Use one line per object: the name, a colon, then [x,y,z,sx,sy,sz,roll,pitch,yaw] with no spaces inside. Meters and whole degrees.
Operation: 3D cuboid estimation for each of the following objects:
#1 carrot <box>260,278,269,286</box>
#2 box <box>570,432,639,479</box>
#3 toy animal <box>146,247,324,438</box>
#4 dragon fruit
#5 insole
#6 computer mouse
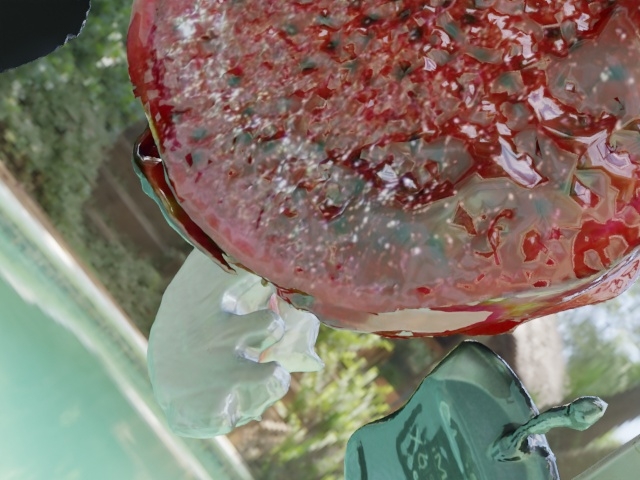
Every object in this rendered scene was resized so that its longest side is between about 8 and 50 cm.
carrot: [0.000,0.000,1.114,0.035,0.142,0.035,54,-10,14]
box: [0.477,0.379,1.608,0.205,0.365,0.051,48,32,5]
toy animal: [-0.075,0.134,1.323,0.307,0.266,0.188,25,-31,50]
dragon fruit: [0.086,-0.112,0.703,0.370,0.387,0.249,10,-13,19]
insole: [-0.186,-0.100,0.610,0.004,0.188,0.064,27,-49,20]
computer mouse: [0.107,0.158,0.716,0.379,0.090,0.167,119,-44,-61]
